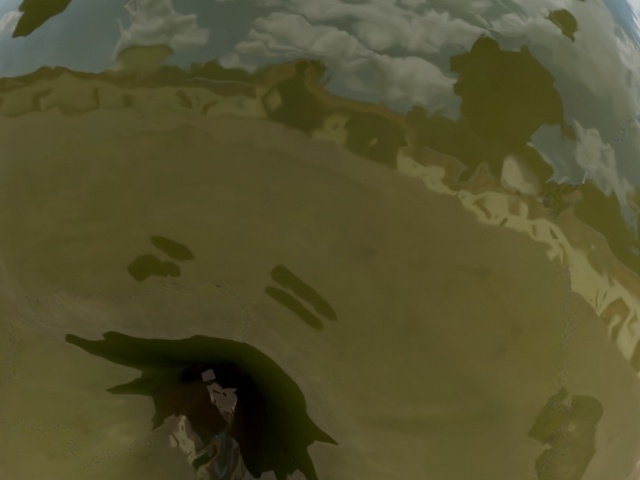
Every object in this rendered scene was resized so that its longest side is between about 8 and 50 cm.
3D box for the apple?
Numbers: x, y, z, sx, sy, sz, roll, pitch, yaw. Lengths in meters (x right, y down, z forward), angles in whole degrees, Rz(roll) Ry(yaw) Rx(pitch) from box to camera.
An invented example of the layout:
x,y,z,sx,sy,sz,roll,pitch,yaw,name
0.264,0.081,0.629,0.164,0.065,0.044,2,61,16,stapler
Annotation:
x,y,z,sx,sy,sz,roll,pitch,yaw,name
0.000,0.000,0.551,0.474,0.473,0.473,14,-17,4,apple
